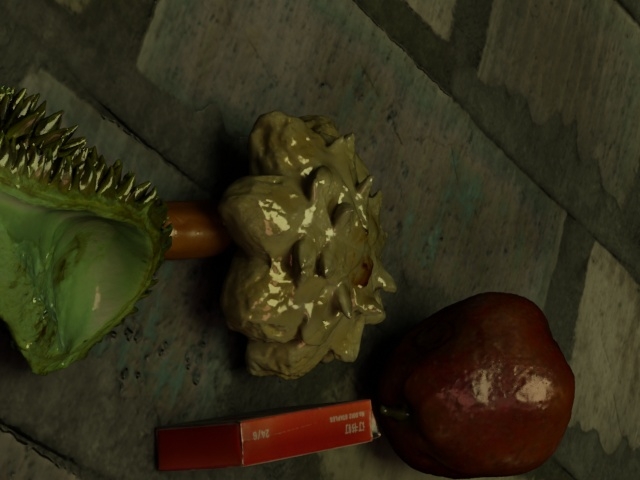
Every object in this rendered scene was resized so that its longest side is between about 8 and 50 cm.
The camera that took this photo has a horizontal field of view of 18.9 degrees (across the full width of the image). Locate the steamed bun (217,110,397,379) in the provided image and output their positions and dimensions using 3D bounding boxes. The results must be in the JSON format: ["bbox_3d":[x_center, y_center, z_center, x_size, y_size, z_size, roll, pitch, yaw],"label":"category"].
[{"bbox_3d":[0.000,0.000,2.048,0.292,0.137,0.295,48,52,-54],"label":"steamed bun"}]

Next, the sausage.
[{"bbox_3d":[-0.127,-0.011,1.994,0.183,0.054,0.062,-2,113,-54],"label":"sausage"}]

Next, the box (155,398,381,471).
[{"bbox_3d":[-0.053,0.203,2.011,0.229,0.123,0.050,-3,86,-52],"label":"box"}]

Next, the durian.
[{"bbox_3d":[-0.263,-0.017,1.723,0.198,0.163,0.394,-50,158,-8],"label":"durian"}]

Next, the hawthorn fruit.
[{"bbox_3d":[0.165,0.175,2.227,0.261,0.224,0.224,-13,97,-30],"label":"hawthorn fruit"}]
